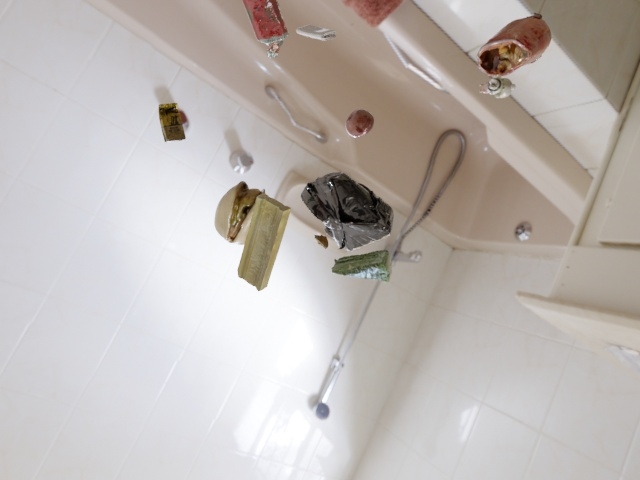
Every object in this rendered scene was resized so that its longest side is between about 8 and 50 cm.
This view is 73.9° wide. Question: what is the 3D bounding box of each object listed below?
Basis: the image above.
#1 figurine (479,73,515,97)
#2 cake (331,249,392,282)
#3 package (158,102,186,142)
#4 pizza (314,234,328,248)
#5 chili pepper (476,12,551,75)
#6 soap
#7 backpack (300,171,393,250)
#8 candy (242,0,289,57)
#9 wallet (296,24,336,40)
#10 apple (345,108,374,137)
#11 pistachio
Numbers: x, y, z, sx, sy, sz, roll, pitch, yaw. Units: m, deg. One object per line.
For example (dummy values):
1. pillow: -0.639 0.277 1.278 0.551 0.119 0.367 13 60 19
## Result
1. figurine: 0.646 -0.565 1.588 0.146 0.081 0.098 -10 172 -34
2. cake: 0.164 0.113 1.651 0.236 0.100 0.099 -10 119 27
3. package: -0.526 -0.414 1.500 0.071 0.131 0.047 -19 -161 -27
4. pizza: 0.000 0.001 1.830 0.078 0.025 0.083 31 -149 -18
5. chili pepper: 0.870 -0.853 1.919 0.252 0.305 0.229 16 139 38
6. soap: -0.153 0.009 1.112 0.092 0.251 0.037 31 -152 23
7. backpack: 0.117 -0.143 1.998 0.446 0.254 0.363 40 141 -19
8. candy: -0.139 -0.560 1.026 0.086 0.059 0.292 -12 152 7
9. wallet: -0.013 -0.616 1.259 0.122 0.061 0.025 36 140 39
10. apple: 0.199 -0.604 2.187 0.120 0.153 0.153 39 166 -26
11. pistachio: -0.292 -0.097 1.586 0.188 0.187 0.299 27 138 -7
